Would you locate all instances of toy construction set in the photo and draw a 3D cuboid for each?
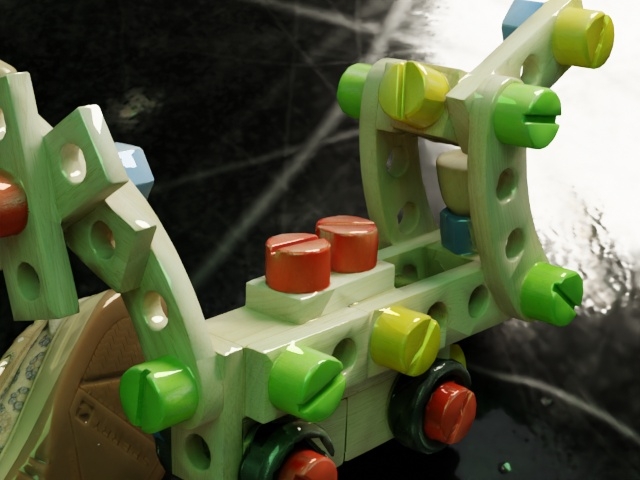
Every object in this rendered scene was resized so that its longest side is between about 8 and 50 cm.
[{"bbox_3d":[0.000,0.000,0.636,0.328,0.215,0.151,-10,21,-32],"label":"toy construction set"}]

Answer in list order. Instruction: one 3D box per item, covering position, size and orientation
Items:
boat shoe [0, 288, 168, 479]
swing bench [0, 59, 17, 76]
[{"bbox_3d":[-0.152,0.147,0.634,0.089,0.104,0.285,-7,42,42],"label":"boat shoe"},{"bbox_3d":[-0.347,-0.085,0.734,0.255,0.165,0.253,20,60,13],"label":"swing bench"}]
